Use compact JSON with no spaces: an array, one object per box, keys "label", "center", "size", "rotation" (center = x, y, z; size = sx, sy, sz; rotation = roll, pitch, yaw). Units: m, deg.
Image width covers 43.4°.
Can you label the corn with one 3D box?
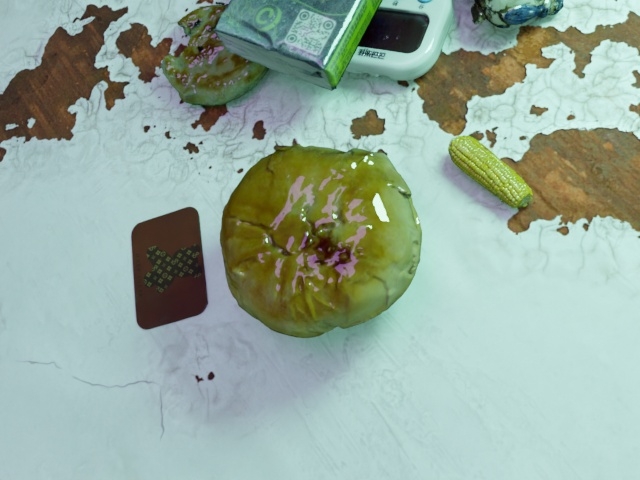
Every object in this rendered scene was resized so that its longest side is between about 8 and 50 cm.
[{"label":"corn","center":[0.332,-0.138,1.594],"size":[0.067,0.067,0.206],"rotation":[-44,64,0]}]

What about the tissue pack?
[{"label":"tissue pack","center":[-0.012,-0.551,1.744],"size":[0.288,0.124,0.394],"rotation":[23,79,19]}]

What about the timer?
[{"label":"timer","center":[0.154,-0.467,1.778],"size":[0.262,0.087,0.237],"rotation":[15,75,26]}]

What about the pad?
[{"label":"pad","center":[-0.343,0.059,1.809],"size":[0.181,0.004,0.267],"rotation":[-17,65,15]}]

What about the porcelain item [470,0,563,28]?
[{"label":"porcelain item","center":[0.379,-0.567,1.699],"size":[0.186,0.138,0.288],"rotation":[-14,54,-17]}]

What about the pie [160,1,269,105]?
[{"label":"pie","center":[-0.242,-0.453,1.937],"size":[0.303,0.067,0.302],"rotation":[-8,65,18]}]

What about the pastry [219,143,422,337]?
[{"label":"pastry","center":[0.000,0.000,1.563],"size":[0.410,0.245,0.409],"rotation":[-6,71,18]}]
